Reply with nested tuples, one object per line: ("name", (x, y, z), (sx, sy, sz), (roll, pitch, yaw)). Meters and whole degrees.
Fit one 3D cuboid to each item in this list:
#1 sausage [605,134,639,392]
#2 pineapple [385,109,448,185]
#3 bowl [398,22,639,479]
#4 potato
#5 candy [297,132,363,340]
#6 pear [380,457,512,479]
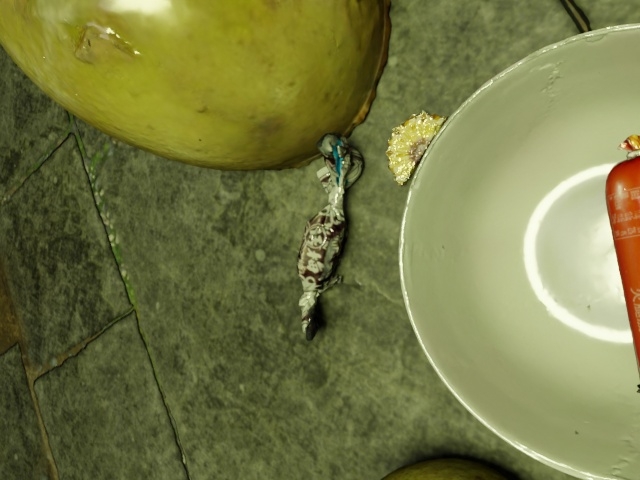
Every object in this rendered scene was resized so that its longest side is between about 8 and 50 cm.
("sausage", (0.189, 0.011, 0.286), (0.050, 0.048, 0.145), (-10, 83, 27))
("pineapple", (0.091, -0.099, 0.531), (0.045, 0.019, 0.083), (35, 108, 21))
("bowl", (0.215, 0.009, 0.378), (0.287, 0.144, 0.286), (1, 92, 33))
("potato", (-0.159, -0.281, 0.518), (0.442, 0.319, 0.385), (40, 112, 23))
("candy", (0.001, 0.000, 0.555), (0.051, 0.094, 0.226), (12, 104, 14))
("pear", (0.114, 0.293, 0.408), (0.229, 0.211, 0.188), (34, 110, 29))
